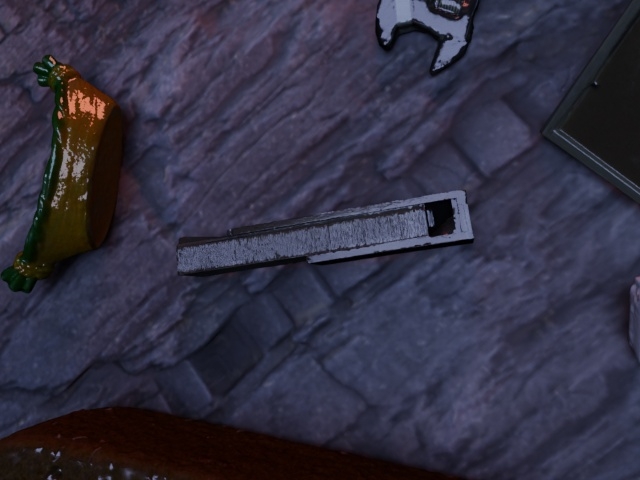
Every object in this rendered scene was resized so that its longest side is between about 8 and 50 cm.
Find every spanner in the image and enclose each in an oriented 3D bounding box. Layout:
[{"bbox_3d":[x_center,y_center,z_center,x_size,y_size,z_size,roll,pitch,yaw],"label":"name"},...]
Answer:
[{"bbox_3d":[0.177,-0.270,0.489,0.316,0.024,0.087,-44,79,7],"label":"spanner"}]

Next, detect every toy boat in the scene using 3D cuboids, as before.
[{"bbox_3d":[-0.248,-0.058,0.552,0.088,0.089,0.230,9,92,1],"label":"toy boat"}]

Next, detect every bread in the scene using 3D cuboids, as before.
[{"bbox_3d":[-0.044,0.220,0.443,0.416,0.165,0.113,7,83,16],"label":"bread"}]

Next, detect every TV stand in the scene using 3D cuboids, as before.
[{"bbox_3d":[0.000,0.000,0.503,0.256,0.049,0.040,-9,83,15],"label":"TV stand"}]

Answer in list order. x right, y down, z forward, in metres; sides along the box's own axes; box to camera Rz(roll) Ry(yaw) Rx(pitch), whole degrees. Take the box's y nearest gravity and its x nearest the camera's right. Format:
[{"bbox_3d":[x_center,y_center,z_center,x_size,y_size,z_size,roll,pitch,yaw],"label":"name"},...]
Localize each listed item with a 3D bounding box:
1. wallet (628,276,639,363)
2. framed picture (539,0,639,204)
[{"bbox_3d":[0.317,0.044,0.399,0.190,0.095,0.033,-12,42,13],"label":"wallet"},{"bbox_3d":[0.279,-0.113,0.356,0.189,0.023,0.260,42,140,19],"label":"framed picture"}]
